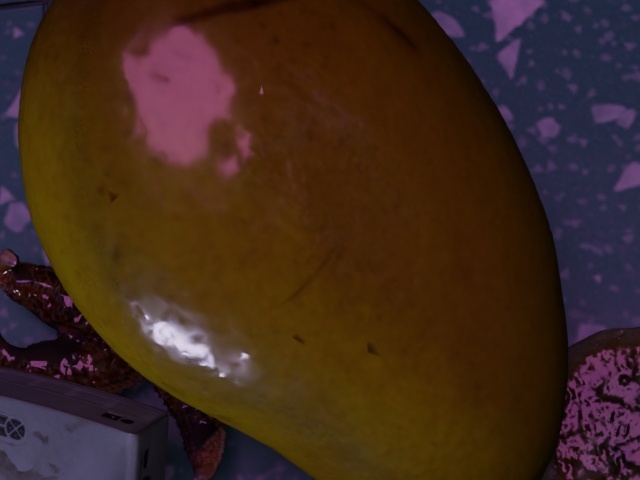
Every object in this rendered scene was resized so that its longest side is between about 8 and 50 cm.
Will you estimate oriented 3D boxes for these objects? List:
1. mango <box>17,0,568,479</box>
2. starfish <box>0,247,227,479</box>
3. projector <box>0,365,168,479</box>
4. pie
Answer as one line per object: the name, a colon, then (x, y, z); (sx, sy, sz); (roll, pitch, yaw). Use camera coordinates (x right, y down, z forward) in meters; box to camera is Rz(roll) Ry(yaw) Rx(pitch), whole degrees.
mango: (0.000, 0.000, 1.042); (0.301, 0.220, 0.445); (-38, 98, -26)
starfish: (-0.118, 0.067, 1.169); (0.238, 0.071, 0.216); (-4, 77, 6)
projector: (-0.177, 0.156, 1.116); (0.147, 0.061, 0.115); (12, 106, 23)
pie: (0.227, 0.144, 1.122); (0.187, 0.041, 0.186); (-1, 72, 4)
